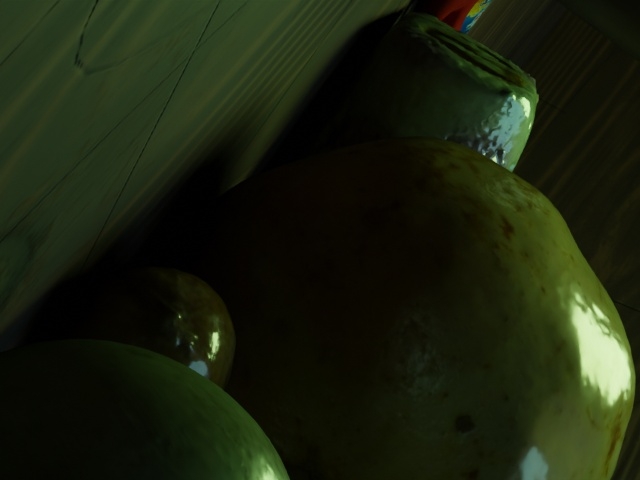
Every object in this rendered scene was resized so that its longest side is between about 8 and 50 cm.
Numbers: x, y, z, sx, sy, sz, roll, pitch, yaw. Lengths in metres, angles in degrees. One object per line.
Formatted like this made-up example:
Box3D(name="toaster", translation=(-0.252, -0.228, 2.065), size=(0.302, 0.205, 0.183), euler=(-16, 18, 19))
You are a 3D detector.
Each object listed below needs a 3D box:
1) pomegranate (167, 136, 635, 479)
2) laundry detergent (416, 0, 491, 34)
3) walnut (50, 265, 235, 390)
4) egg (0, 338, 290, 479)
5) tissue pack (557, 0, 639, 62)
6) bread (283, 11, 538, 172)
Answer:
Box3D(name="pomegranate", translation=(0.043, 0.086, 1.268), size=(0.342, 0.342, 0.342), euler=(-53, 175, -6))
Box3D(name="laundry detergent", translation=(0.106, -0.189, 1.572), size=(0.097, 0.049, 0.165), euler=(-39, 168, -41))
Box3D(name="walnut", translation=(-0.111, 0.075, 1.082), size=(0.116, 0.116, 0.207), euler=(-51, -178, -19))
Box3D(name="egg", translation=(-0.140, 0.178, 0.849), size=(0.295, 0.218, 0.218), euler=(-41, 178, 14))
Box3D(name="tissue pack", translation=(0.300, -0.285, 1.411), size=(0.277, 0.267, 0.387), euler=(-57, 173, 16))
Box3D(name="bread", translation=(0.033, -0.016, 1.481), size=(0.338, 0.155, 0.187), euler=(-55, 180, 15))
